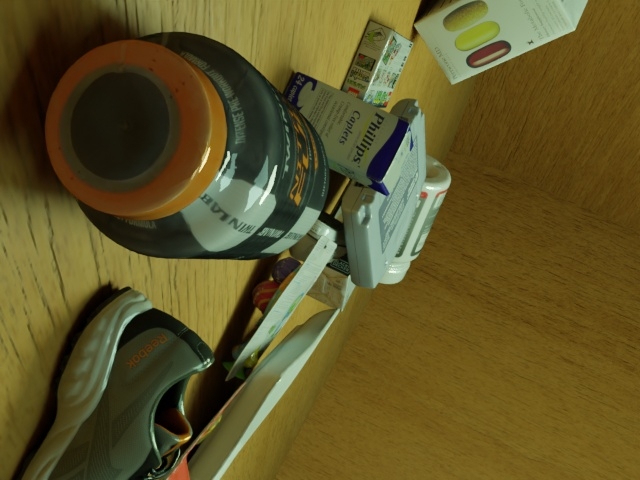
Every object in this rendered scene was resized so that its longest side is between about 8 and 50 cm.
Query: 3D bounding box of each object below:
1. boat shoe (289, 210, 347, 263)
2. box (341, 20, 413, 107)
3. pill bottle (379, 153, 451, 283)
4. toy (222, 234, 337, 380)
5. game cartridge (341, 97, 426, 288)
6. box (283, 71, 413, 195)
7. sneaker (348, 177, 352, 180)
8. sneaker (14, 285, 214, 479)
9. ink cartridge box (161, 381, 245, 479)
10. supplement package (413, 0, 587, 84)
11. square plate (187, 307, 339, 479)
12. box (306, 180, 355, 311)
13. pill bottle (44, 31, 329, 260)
[{"bbox_3d":[0.000,0.000,1.263,0.076,0.083,0.226,-55,160,8],"label":"boat shoe"},{"bbox_3d":[0.085,-0.253,1.151,0.114,0.036,0.207,-67,171,14],"label":"box"},{"bbox_3d":[0.174,-0.052,1.786,0.161,0.161,0.283,-51,164,-56],"label":"pill bottle"},{"bbox_3d":[-0.069,0.087,1.123,0.237,0.056,0.137,-59,169,0],"label":"toy"},{"bbox_3d":[0.110,-0.073,1.296,0.196,0.060,0.294,76,32,-42],"label":"game cartridge"},{"bbox_3d":[0.028,-0.115,0.876,0.072,0.137,0.126,-64,171,1],"label":"box"},{"bbox_3d":[0.081,-0.130,1.381,0.078,0.067,0.188,-63,165,3],"label":"sneaker"},{"bbox_3d":[-0.172,0.177,0.637,0.272,0.108,0.100,-66,173,16],"label":"sneaker"},{"bbox_3d":[-0.194,0.358,0.781,0.385,0.091,0.308,-54,177,22],"label":"ink cartridge box"},{"bbox_3d":[0.309,-0.395,1.347,0.244,0.139,0.134,-19,-153,42],"label":"supplement package"},{"bbox_3d":[-0.114,0.273,1.234,0.344,0.049,0.347,-55,174,18],"label":"square plate"},{"bbox_3d":[0.072,-0.027,1.513,0.290,0.087,0.169,-60,169,-25],"label":"box"},{"bbox_3d":[-0.075,-0.052,0.497,0.131,0.130,0.245,-65,171,3],"label":"pill bottle"}]
